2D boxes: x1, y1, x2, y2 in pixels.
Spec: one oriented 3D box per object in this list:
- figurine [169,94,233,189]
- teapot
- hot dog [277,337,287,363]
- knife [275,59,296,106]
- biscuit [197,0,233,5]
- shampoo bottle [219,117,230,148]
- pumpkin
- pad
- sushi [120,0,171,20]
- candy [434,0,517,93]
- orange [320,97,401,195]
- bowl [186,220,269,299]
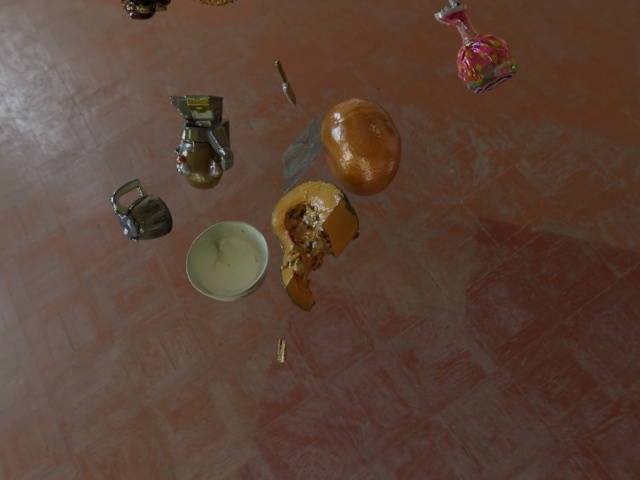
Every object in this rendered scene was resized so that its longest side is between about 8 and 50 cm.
[{"bbox_3d":[-0.370,-0.301,1.321,0.166,0.342,0.285,-6,110,-19],"label":"figurine"},{"bbox_3d":[-0.442,-0.065,1.050,0.111,0.149,0.108,15,31,27],"label":"teapot"},{"bbox_3d":[-0.120,0.352,1.355,0.037,0.021,0.084,15,102,39],"label":"hot dog"},{"bbox_3d":[-0.119,-0.529,1.457,0.021,0.256,0.046,5,80,11],"label":"knife"},{"bbox_3d":[-0.193,-0.480,0.623,0.253,0.254,0.035,27,54,14],"label":"biscuit"},{"bbox_3d":[-0.435,-0.425,1.812,0.079,0.246,0.080,8,29,7],"label":"shampoo bottle"},{"bbox_3d":[0.001,0.001,0.947,0.189,0.139,0.281,-21,49,7],"label":"pumpkin"},{"bbox_3d":[-0.083,-0.373,1.807,0.247,0.007,0.368,-43,30,24],"label":"pad"},{"bbox_3d":[-0.441,-0.634,1.044,0.172,0.151,0.153,38,59,11],"label":"sushi"},{"bbox_3d":[0.306,-0.497,0.929,0.124,0.124,0.366,-39,110,-10],"label":"candy"},{"bbox_3d":[0.102,-0.225,1.026,0.171,0.240,0.240,-26,69,-9],"label":"orange"},{"bbox_3d":[-0.296,0.086,1.428,0.276,0.145,0.278,-1,64,3],"label":"bowl"}]
